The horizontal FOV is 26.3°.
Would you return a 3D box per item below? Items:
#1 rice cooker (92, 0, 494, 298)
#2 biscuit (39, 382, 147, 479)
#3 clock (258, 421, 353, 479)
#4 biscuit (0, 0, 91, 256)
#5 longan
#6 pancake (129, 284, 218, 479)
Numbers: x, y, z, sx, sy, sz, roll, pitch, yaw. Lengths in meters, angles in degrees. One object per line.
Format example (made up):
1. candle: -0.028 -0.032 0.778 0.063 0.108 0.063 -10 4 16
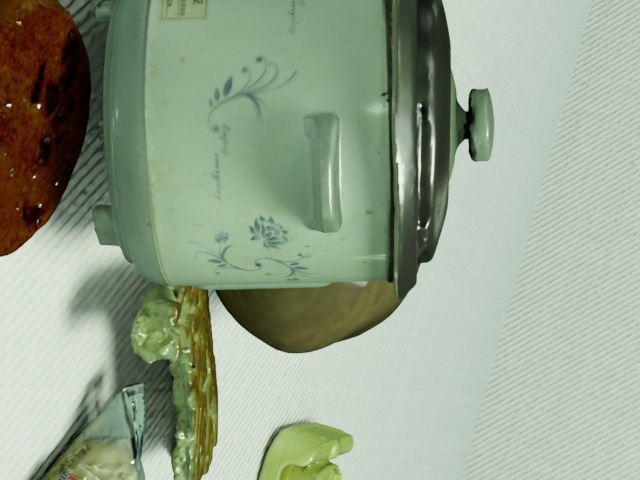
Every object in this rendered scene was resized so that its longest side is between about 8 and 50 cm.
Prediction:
1. rice cooker: -0.016 -0.087 1.042 0.316 0.316 0.264 -40 132 -59
2. biscuit: -0.222 0.272 1.122 0.309 0.079 0.186 -49 149 -50
3. clock: -0.032 0.349 1.731 0.170 0.069 0.232 5 99 -71
4. biscuit: -0.213 -0.080 0.932 0.192 0.049 0.192 20 90 -77
5. longan: 0.000 0.000 1.334 0.246 0.215 0.246 -25 128 -37
6. pancake: -0.129 0.140 1.254 0.376 0.054 0.197 86 3 -59
